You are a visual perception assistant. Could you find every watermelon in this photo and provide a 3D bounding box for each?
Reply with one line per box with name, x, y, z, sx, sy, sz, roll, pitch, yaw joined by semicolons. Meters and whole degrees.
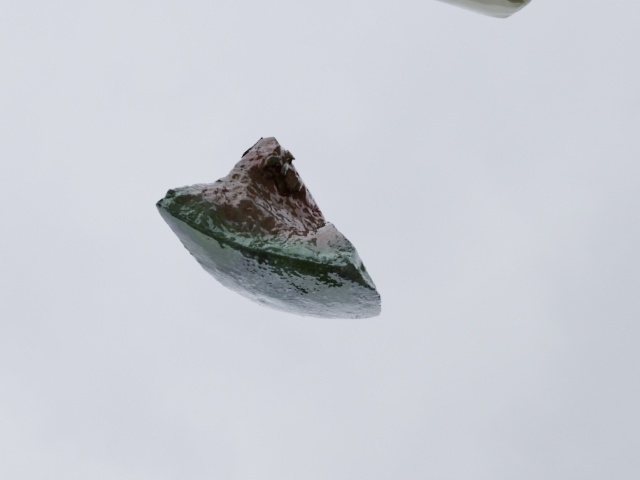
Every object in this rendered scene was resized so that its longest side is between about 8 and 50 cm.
watermelon;-0.003;0.011;0.567;0.080;0.101;0.155;-58;-35;-27

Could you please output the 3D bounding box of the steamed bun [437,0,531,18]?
steamed bun;0.175;-0.508;1.146;0.371;0.290;0.456;17;-95;-8
